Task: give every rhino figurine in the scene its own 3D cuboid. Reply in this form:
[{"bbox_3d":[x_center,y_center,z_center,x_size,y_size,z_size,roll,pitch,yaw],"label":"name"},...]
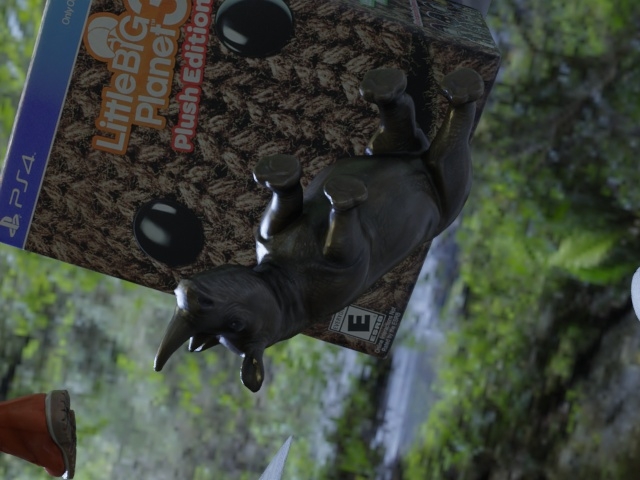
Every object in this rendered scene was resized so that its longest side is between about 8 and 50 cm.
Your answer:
[{"bbox_3d":[0.000,0.000,0.787,0.073,0.106,0.243,32,-123,30],"label":"rhino figurine"}]

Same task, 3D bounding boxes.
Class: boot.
[{"bbox_3d":[-0.279,0.189,1.369,0.085,0.059,0.158,-6,149,-4],"label":"boot"}]

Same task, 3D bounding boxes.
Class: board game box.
[{"bbox_3d":[-0.054,-0.084,0.989,0.291,0.232,0.141,17,-161,-6],"label":"board game box"}]

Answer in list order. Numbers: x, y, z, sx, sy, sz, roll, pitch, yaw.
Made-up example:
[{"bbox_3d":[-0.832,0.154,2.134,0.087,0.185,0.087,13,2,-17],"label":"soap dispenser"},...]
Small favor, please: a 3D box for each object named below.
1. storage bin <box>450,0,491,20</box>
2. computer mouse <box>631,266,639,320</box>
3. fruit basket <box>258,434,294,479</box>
[{"bbox_3d":[0.090,-0.209,1.125,0.098,0.091,0.135,-1,-136,25],"label":"storage bin"},{"bbox_3d":[0.320,0.047,1.249,0.042,0.106,0.193,-12,169,40],"label":"computer mouse"},{"bbox_3d":[-0.135,0.458,1.769,0.165,0.353,0.327,33,-145,-9],"label":"fruit basket"}]
